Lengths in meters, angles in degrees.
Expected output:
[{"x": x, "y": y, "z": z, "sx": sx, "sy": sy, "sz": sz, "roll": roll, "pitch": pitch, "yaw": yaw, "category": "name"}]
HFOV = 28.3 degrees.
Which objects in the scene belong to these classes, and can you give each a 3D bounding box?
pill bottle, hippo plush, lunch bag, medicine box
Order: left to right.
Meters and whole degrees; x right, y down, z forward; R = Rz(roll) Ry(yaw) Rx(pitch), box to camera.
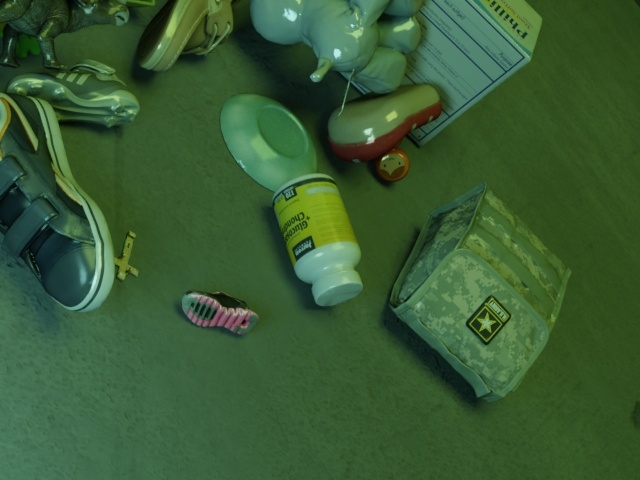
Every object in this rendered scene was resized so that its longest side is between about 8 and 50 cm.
[{"x": 0.000, "y": 0.000, "z": 1.891, "sx": 0.103, "sy": 0.103, "sz": 0.184, "roll": 5, "pitch": 56, "yaw": -44, "category": "pill bottle"}, {"x": 0.010, "y": -0.351, "z": 2.079, "sx": 0.294, "sy": 0.236, "sz": 0.234, "roll": -59, "pitch": 150, "yaw": -14, "category": "hippo plush"}, {"x": 0.193, "y": -0.360, "z": 2.232, "sx": 0.263, "sy": 0.289, "sz": 0.149, "roll": 42, "pitch": 38, "yaw": -13, "category": "medicine box"}, {"x": 0.254, "y": 0.089, "z": 2.036, "sx": 0.235, "sy": 0.169, "sz": 0.287, "roll": 44, "pitch": 45, "yaw": -16, "category": "lunch bag"}]

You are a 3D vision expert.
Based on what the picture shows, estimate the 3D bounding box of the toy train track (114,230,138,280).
[{"x": -0.256, "y": 0.018, "z": 1.685, "sx": 0.048, "sy": 0.014, "sz": 0.083, "roll": 31, "pitch": 41, "yaw": -25, "category": "toy train track"}]

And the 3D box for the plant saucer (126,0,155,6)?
[{"x": -0.361, "y": -0.430, "z": 1.918, "sx": 0.188, "sy": 0.045, "sz": 0.188, "roll": 0, "pitch": 61, "yaw": -46, "category": "plant saucer"}]

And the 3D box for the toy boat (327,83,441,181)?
[{"x": 0.113, "y": -0.172, "z": 2.147, "sx": 0.231, "sy": 0.151, "sz": 0.151, "roll": -30, "pitch": 112, "yaw": -53, "category": "toy boat"}]

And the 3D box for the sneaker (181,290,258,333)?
[{"x": -0.142, "y": 0.089, "z": 1.730, "sx": 0.119, "sy": 0.047, "sz": 0.057, "roll": 22, "pitch": 27, "yaw": -35, "category": "sneaker"}]

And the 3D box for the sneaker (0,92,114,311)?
[{"x": -0.362, "y": -0.049, "z": 1.543, "sx": 0.127, "sy": 0.126, "sz": 0.321, "roll": 8, "pitch": 44, "yaw": -48, "category": "sneaker"}]

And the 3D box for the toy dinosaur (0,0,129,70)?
[{"x": -0.388, "y": -0.312, "z": 1.628, "sx": 0.313, "sy": 0.121, "sz": 0.160, "roll": 18, "pitch": 79, "yaw": -57, "category": "toy dinosaur"}]

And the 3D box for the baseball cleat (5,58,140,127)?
[{"x": -0.350, "y": -0.207, "z": 1.744, "sx": 0.206, "sy": 0.072, "sz": 0.109, "roll": 10, "pitch": 37, "yaw": -44, "category": "baseball cleat"}]

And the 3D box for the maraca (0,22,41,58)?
[{"x": -0.434, "y": -0.331, "z": 1.725, "sx": 0.185, "sy": 0.099, "sz": 0.127, "roll": 51, "pitch": 41, "yaw": -44, "category": "maraca"}]

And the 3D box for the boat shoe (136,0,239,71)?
[{"x": -0.184, "y": -0.351, "z": 1.974, "sx": 0.110, "sy": 0.121, "sz": 0.341, "roll": 39, "pitch": 38, "yaw": -15, "category": "boat shoe"}]

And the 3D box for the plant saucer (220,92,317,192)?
[{"x": -0.070, "y": -0.163, "z": 2.008, "sx": 0.195, "sy": 0.037, "sz": 0.195, "roll": 27, "pitch": 43, "yaw": -28, "category": "plant saucer"}]
